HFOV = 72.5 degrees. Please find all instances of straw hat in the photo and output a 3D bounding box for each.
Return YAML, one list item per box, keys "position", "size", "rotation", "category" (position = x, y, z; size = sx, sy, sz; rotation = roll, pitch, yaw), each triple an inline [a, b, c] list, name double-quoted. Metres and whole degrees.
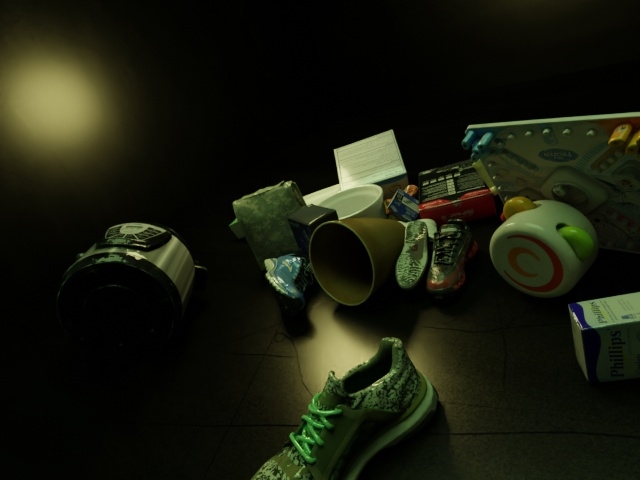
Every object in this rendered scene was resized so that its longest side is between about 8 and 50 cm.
- position: [0.269, -0.074, 1.524]
  size: [0.061, 0.145, 0.144]
  rotation: [-59, 13, 20]
  category: "straw hat"

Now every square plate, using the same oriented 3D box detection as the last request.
- position: [-0.046, -0.133, 1.951]
  size: [0.344, 0.049, 0.347]
  rotation: [-20, 22, 9]
  category: "square plate"

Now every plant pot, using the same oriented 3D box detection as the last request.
- position: [0.140, 0.032, 1.244]
  size: [0.254, 0.237, 0.237]
  rotation: [-20, 17, -40]
  category: "plant pot"

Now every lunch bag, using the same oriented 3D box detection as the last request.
- position: [-0.157, -0.065, 1.597]
  size: [0.235, 0.286, 0.169]
  rotation: [-17, 23, 13]
  category: "lunch bag"

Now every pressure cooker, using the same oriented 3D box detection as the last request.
- position: [-0.615, 0.135, 1.452]
  size: [0.376, 0.370, 0.420]
  rotation: [-36, 20, 9]
  category: "pressure cooker"

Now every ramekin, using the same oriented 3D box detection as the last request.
- position: [0.111, -0.083, 1.585]
  size: [0.277, 0.135, 0.277]
  rotation: [-18, 24, 9]
  category: "ramekin"

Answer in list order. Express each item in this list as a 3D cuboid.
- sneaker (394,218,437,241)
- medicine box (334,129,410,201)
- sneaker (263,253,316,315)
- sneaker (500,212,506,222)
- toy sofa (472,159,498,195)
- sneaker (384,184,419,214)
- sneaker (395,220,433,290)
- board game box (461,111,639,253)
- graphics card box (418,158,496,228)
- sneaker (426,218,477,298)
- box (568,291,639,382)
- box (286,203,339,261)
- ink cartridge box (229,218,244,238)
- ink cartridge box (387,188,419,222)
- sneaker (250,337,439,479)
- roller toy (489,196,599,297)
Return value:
- position: [0.263, -0.011, 1.389]
  size: [0.212, 0.080, 0.094]
  rotation: [-12, 36, 19]
  category: "sneaker"
- position: [0.214, -0.282, 1.807]
  size: [0.264, 0.149, 0.289]
  rotation: [-17, 48, 12]
  category: "medicine box"
- position: [-0.085, 0.111, 1.343]
  size: [0.147, 0.129, 0.330]
  rotation: [-25, 23, -2]
  category: "sneaker"
- position: [0.619, -0.064, 1.180]
  size: [0.118, 0.107, 0.279]
  rotation: [-43, 21, -19]
  category: "sneaker"
- position: [0.615, -0.234, 1.408]
  size: [0.150, 0.177, 0.362]
  rotation: [-35, -1, 27]
  category: "toy sofa"
- position: [0.303, -0.142, 1.662]
  size: [0.175, 0.067, 0.064]
  rotation: [-30, 60, 19]
  category: "sneaker"
- position: [0.270, 0.063, 1.194]
  size: [0.083, 0.118, 0.222]
  rotation: [-2, 49, 30]
  category: "sneaker"
- position: [0.541, -0.096, 0.945]
  size: [0.050, 0.390, 0.390]
  rotation: [-52, 32, -16]
  category: "board game box"
- position: [0.466, -0.171, 1.533]
  size: [0.233, 0.094, 0.371]
  rotation: [-14, 25, 18]
  category: "graphics card box"
- position: [0.333, 0.035, 1.136]
  size: [0.098, 0.135, 0.276]
  rotation: [-2, 31, 36]
  category: "sneaker"
- position: [0.499, 0.160, 0.719]
  size: [0.137, 0.126, 0.072]
  rotation: [-14, 25, 19]
  category: "box"
- position: [0.000, 0.000, 1.411]
  size: [0.108, 0.207, 0.153]
  rotation: [-31, 24, -22]
  category: "box"
- position: [-0.303, -0.114, 2.035]
  size: [0.153, 0.086, 0.208]
  rotation: [-21, 23, 41]
  category: "ink cartridge box"
- position: [0.293, -0.123, 1.514]
  size: [0.046, 0.097, 0.207]
  rotation: [-58, -5, 20]
  category: "ink cartridge box"
- position: [0.016, 0.306, 0.744]
  size: [0.410, 0.182, 0.158]
  rotation: [-33, 25, -25]
  category: "sneaker"
- position: [0.491, 0.014, 0.964]
  size: [0.146, 0.191, 0.209]
  rotation: [-34, 43, -28]
  category: "roller toy"
